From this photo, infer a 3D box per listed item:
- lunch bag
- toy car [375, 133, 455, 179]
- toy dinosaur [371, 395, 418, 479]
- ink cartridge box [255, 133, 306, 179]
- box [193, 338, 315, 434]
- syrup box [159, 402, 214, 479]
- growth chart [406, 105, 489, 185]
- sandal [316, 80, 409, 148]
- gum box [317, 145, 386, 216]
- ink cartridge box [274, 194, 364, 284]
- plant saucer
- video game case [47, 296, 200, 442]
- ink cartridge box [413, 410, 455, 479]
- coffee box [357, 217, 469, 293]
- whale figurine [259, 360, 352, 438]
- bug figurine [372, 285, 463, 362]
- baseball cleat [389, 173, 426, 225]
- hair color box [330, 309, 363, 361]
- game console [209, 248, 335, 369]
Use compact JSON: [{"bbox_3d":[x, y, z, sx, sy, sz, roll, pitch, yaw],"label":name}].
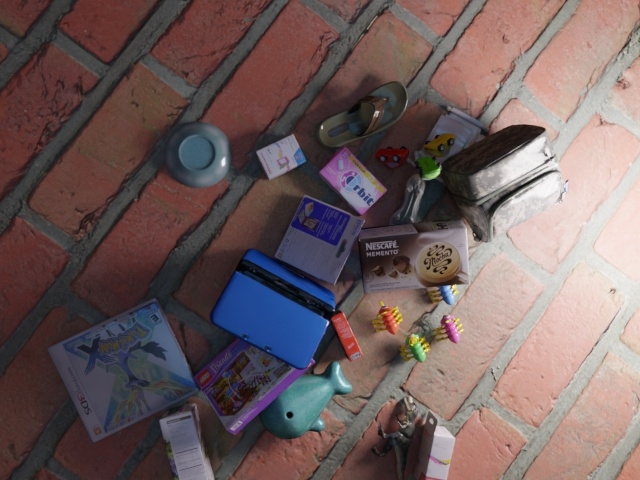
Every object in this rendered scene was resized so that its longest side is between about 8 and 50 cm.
[{"bbox_3d":[0.538,-0.163,1.726,0.305,0.212,0.256,-30,112,-6],"label":"lunch bag"},{"bbox_3d":[0.288,-0.221,1.692,0.239,0.225,0.053,-14,121,3],"label":"toy car"},{"bbox_3d":[0.218,0.591,1.751,0.118,0.064,0.268,8,91,-12],"label":"toy dinosaur"},{"bbox_3d":[-0.116,-0.240,1.735,0.123,0.052,0.088,-26,92,-4],"label":"ink cartridge box"},{"bbox_3d":[-0.186,0.360,1.661,0.293,0.057,0.201,-41,54,-5],"label":"box"},{"bbox_3d":[-0.373,0.589,1.674,0.096,0.093,0.236,-15,90,-5],"label":"syrup box"},{"bbox_3d":[0.391,-0.284,1.800,0.172,0.021,0.237,36,86,-4],"label":"growth chart"},{"bbox_3d":[0.130,-0.360,1.743,0.303,0.086,0.120,-31,92,-5],"label":"sandal"},{"bbox_3d":[0.088,-0.174,1.748,0.188,0.062,0.107,45,85,-3],"label":"gum box"},{"bbox_3d":[0.000,0.000,1.703,0.208,0.045,0.206,24,86,25],"label":"ink cartridge box"},{"bbox_3d":[-0.353,-0.249,1.720,0.195,0.037,0.194,0,88,-5],"label":"plant saucer"},{"bbox_3d":[-0.552,0.364,1.690,0.329,0.036,0.299,-25,92,-6],"label":"video game case"},{"bbox_3d":[0.333,0.608,1.731,0.067,0.115,0.198,12,88,-4],"label":"ink cartridge box"},{"bbox_3d":[0.259,0.042,1.690,0.297,0.119,0.168,-5,106,5],"label":"coffee box"},{"bbox_3d":[-0.044,0.448,1.682,0.272,0.141,0.216,-27,91,-2],"label":"whale figurine"},{"bbox_3d":[0.306,0.233,1.758,0.279,0.072,0.216,-27,92,-6],"label":"bug figurine"},{"bbox_3d":[0.266,-0.104,1.761,0.072,0.109,0.205,29,117,12],"label":"baseball cleat"},{"bbox_3d":[0.071,0.276,1.734,0.043,0.072,0.141,-26,91,-6],"label":"hair color box"},{"bbox_3d":[-0.123,0.179,1.646,0.293,0.250,0.173,30,101,-4],"label":"game console"}]
